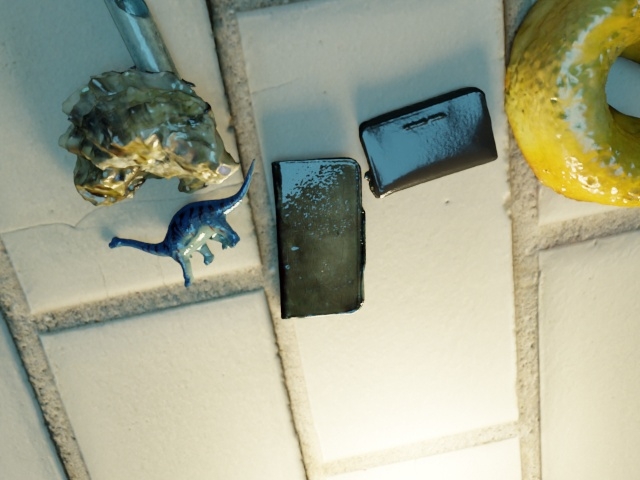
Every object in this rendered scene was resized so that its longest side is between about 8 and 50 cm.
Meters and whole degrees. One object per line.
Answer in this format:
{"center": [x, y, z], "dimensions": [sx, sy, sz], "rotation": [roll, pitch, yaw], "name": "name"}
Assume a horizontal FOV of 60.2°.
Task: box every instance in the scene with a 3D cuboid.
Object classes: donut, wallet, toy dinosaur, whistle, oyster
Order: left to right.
{"center": [-0.278, -0.148, 0.884], "dimensions": [0.351, 0.114, 0.238], "rotation": [10, 137, 23], "name": "oyster"}
{"center": [-0.280, -0.310, 0.893], "dimensions": [0.062, 0.062, 0.312], "rotation": [-21, 111, 2], "name": "whistle"}
{"center": [-0.220, -0.009, 1.002], "dimensions": [0.329, 0.076, 0.144], "rotation": [-26, 103, 15], "name": "toy dinosaur"}
{"center": [0.000, 0.000, 1.040], "dimensions": [0.173, 0.045, 0.318], "rotation": [-3, 111, -1], "name": "wallet"}
{"center": [0.190, -0.176, 0.997], "dimensions": [0.250, 0.044, 0.149], "rotation": [-17, 107, 1], "name": "wallet"}
{"center": [0.514, -0.263, 0.932], "dimensions": [0.378, 0.163, 0.435], "rotation": [15, 108, -9], "name": "donut"}
